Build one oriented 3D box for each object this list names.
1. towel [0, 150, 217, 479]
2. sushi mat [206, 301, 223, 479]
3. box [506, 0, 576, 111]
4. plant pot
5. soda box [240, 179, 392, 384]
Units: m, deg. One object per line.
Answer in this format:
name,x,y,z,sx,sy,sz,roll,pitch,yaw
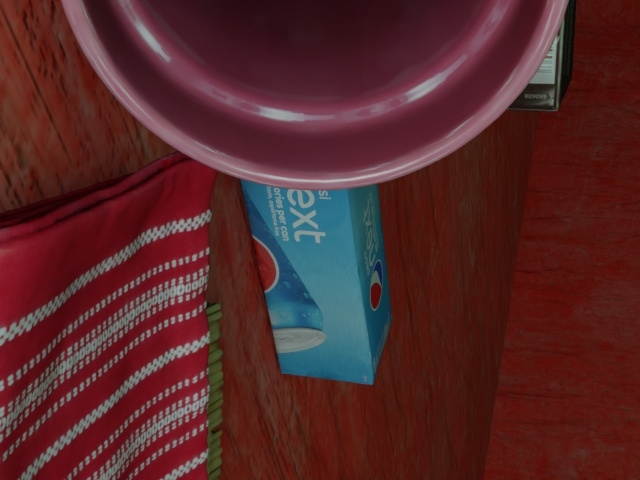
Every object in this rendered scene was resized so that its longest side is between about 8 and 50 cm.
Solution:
towel,-0.086,0.107,0.435,0.199,0.031,0.275,-36,129,-70
sushi mat,-0.105,0.125,0.462,0.316,0.019,0.152,-22,114,-73
box,0.171,-0.231,1.086,0.203,0.167,0.169,-45,137,-67
plant pot,-0.002,-0.151,0.473,0.180,0.201,0.201,-90,175,-57
soda box,0.000,0.000,0.710,0.067,0.071,0.210,-68,157,-46
